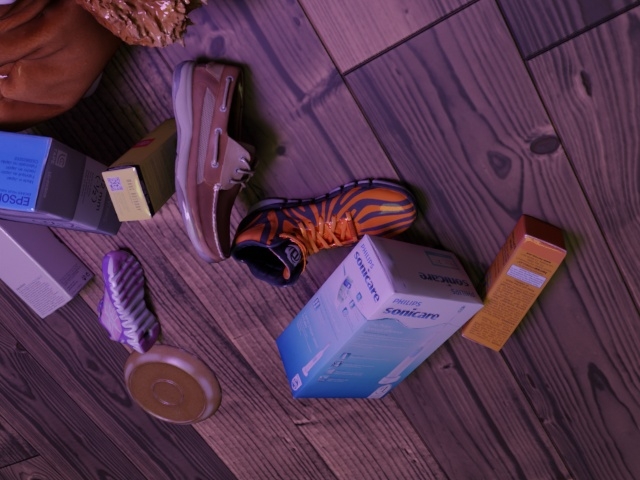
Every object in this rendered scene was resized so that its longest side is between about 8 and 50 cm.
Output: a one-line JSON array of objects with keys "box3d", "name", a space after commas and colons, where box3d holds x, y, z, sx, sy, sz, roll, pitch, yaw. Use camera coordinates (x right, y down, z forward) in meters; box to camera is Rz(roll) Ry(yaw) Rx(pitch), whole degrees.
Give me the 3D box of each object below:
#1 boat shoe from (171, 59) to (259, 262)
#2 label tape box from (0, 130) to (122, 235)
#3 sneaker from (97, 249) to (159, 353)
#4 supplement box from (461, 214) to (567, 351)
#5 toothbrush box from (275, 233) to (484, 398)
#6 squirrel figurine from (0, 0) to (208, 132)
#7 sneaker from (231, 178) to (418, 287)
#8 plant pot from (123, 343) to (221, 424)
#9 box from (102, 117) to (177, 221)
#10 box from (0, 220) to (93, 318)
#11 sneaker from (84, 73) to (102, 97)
[{"box3d": [-0.160, -0.126, 0.980, 0.116, 0.123, 0.324, -4, 94, 5], "name": "boat shoe"}, {"box3d": [-0.460, -0.080, 1.006, 0.249, 0.348, 0.115, 8, 81, 10], "name": "label tape box"}, {"box3d": [-0.412, 0.126, 1.264, 0.104, 0.095, 0.236, 6, 123, 19], "name": "sneaker"}, {"box3d": [0.323, 0.077, 1.057, 0.080, 0.078, 0.233, 21, 122, 1], "name": "supplement box"}, {"box3d": [0.095, 0.144, 1.068, 0.216, 0.126, 0.295, 10, 133, -36], "name": "toothbrush box"}, {"box3d": [-0.351, -0.333, 0.765, 0.397, 0.370, 0.281, -16, 90, -11], "name": "squirrel figurine"}, {"box3d": [0.000, 0.000, 1.029, 0.321, 0.180, 0.124, -10, 117, 19], "name": "sneaker"}, {"box3d": [-0.341, 0.336, 1.402, 0.236, 0.032, 0.236, 6, 122, 10], "name": "plant pot"}, {"box3d": [-0.256, -0.122, 0.989, 0.058, 0.232, 0.087, -3, 120, 15], "name": "box"}, {"box3d": [-0.600, 0.017, 1.238, 0.113, 0.094, 0.275, -28, 110, 26], "name": "box"}, {"box3d": [-0.486, -0.332, 1.003, 0.292, 0.110, 0.118, 30, 131, -4], "name": "sneaker"}]
